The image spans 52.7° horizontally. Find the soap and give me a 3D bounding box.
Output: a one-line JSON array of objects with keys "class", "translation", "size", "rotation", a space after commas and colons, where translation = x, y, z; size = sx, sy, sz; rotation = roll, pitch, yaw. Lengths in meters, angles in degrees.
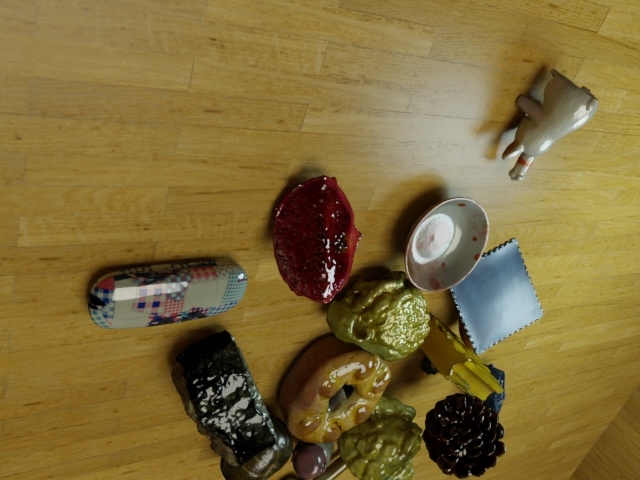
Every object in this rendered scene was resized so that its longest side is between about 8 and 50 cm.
[{"class": "soap", "translation": [0.418, 0.368, 1.967], "size": [0.096, 0.204, 0.324], "rotation": [-43, 138, 7]}]

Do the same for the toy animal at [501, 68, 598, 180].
[{"class": "toy animal", "translation": [0.530, -0.278, 1.567], "size": [0.141, 0.138, 0.282], "rotation": [16, 138, -34]}]

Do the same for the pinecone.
[{"class": "pinecone", "translation": [0.418, 0.563, 1.882], "size": [0.246, 0.246, 0.292], "rotation": [-33, 147, -9]}]

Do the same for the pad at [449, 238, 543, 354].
[{"class": "pad", "translation": [0.514, 0.163, 1.893], "size": [0.269, 0.012, 0.269], "rotation": [-24, 100, -17]}]

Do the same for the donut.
[{"class": "donut", "translation": [0.033, 0.401, 1.752], "size": [0.317, 0.150, 0.299], "rotation": [-33, 138, -7]}]

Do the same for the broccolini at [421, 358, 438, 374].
[{"class": "broccolini", "translation": [0.382, 0.420, 2.117], "size": [0.052, 0.054, 0.194], "rotation": [-27, 154, 31]}]

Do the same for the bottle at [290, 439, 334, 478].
[{"class": "bottle", "translation": [-0.024, 0.610, 1.841], "size": [0.110, 0.110, 0.233], "rotation": [-41, 173, 1]}]

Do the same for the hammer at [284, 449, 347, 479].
[{"class": "hammer", "translation": [0.004, 0.776, 2.092], "size": [0.305, 0.113, 0.202], "rotation": [-40, 141, -8]}]

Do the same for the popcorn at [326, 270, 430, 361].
[{"class": "popcorn", "translation": [0.165, 0.181, 1.656], "size": [0.286, 0.174, 0.225], "rotation": [29, 90, -36]}]

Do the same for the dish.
[{"class": "dish", "translation": [0.299, -0.002, 1.639], "size": [0.261, 0.085, 0.260], "rotation": [-14, 121, -25]}]

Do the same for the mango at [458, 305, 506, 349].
[{"class": "mango", "translation": [0.505, 0.215, 1.959], "size": [0.139, 0.113, 0.253], "rotation": [32, 84, -3]}]

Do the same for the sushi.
[{"class": "sushi", "translation": [-0.225, 0.373, 1.505], "size": [0.171, 0.211, 0.350], "rotation": [-25, 131, -10]}]

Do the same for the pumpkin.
[{"class": "pumpkin", "translation": [-0.178, 0.566, 1.745], "size": [0.219, 0.162, 0.219], "rotation": [-43, 162, -18]}]

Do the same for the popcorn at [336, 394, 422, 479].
[{"class": "popcorn", "translation": [0.192, 0.612, 1.983], "size": [0.293, 0.237, 0.292], "rotation": [-16, 131, -19]}]

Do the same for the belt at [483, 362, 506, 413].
[{"class": "belt", "translation": [0.580, 0.523, 2.285], "size": [0.122, 0.129, 0.218], "rotation": [-52, 146, -34]}]

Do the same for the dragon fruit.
[{"class": "dragon fruit", "translation": [0.000, 0.000, 1.399], "size": [0.212, 0.134, 0.261], "rotation": [5, 86, -55]}]

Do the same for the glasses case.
[{"class": "glasses case", "translation": [-0.301, 0.107, 1.313], "size": [0.328, 0.076, 0.125], "rotation": [-5, 129, -33]}]
